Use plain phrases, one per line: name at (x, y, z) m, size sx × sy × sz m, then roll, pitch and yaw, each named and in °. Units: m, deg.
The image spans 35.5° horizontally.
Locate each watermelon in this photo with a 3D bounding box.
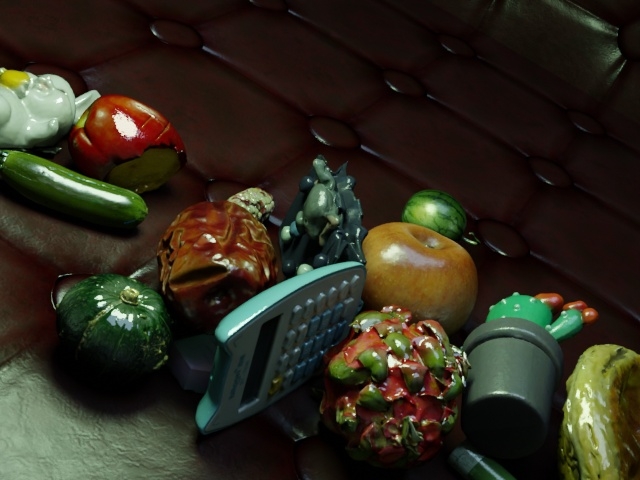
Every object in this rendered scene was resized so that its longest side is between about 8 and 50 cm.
watermelon at (0.270, -0.031, 2.239) m, size 0.187 × 0.141 × 0.141 m, roll 33°, pitch 33°, yaw 5°

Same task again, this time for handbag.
handbag at (0.000, 0.000, 1.885) m, size 0.118 × 0.269 × 0.326 m, roll 12°, pitch 35°, yaw -17°

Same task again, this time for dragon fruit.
dragon fruit at (0.120, 0.239, 1.672) m, size 0.231 × 0.237 × 0.303 m, roll 26°, pitch 41°, yaw -8°

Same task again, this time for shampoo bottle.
shampoo bottle at (0.309, 0.427, 1.699) m, size 0.204 × 0.065 × 0.065 m, roll 42°, pitch 36°, yaw 24°

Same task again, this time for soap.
soap at (-0.174, 0.205, 1.678) m, size 0.149 × 0.056 × 0.100 m, roll -9°, pitch 49°, yaw -41°

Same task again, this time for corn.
corn at (-0.173, -0.043, 1.989) m, size 0.092 × 0.092 × 0.280 m, roll 34°, pitch 32°, yaw 11°

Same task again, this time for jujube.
jujube at (-0.180, 0.050, 1.701) m, size 0.216 × 0.216 × 0.342 m, roll 19°, pitch 15°, yaw -11°

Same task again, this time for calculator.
calculator at (-0.052, 0.162, 1.638) m, size 0.054 × 0.256 × 0.386 m, roll 35°, pitch 36°, yaw 29°

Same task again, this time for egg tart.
egg tart at (0.536, 0.392, 1.729) m, size 0.443 × 0.178 × 0.443 m, roll 27°, pitch 47°, yaw -33°

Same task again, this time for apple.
apple at (0.178, 0.078, 1.962) m, size 0.271 × 0.206 × 0.252 m, roll 22°, pitch 30°, yaw -4°

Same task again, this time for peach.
peach at (-0.370, -0.176, 1.952) m, size 0.226 × 0.190 × 0.196 m, roll 33°, pitch -6°, yaw -22°

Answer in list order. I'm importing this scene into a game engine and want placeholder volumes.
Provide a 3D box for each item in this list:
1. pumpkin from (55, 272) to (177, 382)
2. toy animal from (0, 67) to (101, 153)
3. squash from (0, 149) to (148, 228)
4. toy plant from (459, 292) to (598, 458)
pumpkin at (-0.323, 0.137, 1.585) m, size 0.190 × 0.146 × 0.190 m, roll 38°, pitch 29°, yaw -25°
toy animal at (-0.581, -0.258, 1.954) m, size 0.208 × 0.154 × 0.325 m, roll 19°, pitch 16°, yaw 13°
squash at (-0.482, -0.098, 1.855) m, size 0.331 × 0.087 × 0.087 m, roll 23°, pitch 33°, yaw -12°
toy plant at (0.346, 0.216, 1.826) m, size 0.185 × 0.279 × 0.400 m, roll 34°, pitch 34°, yaw -5°
